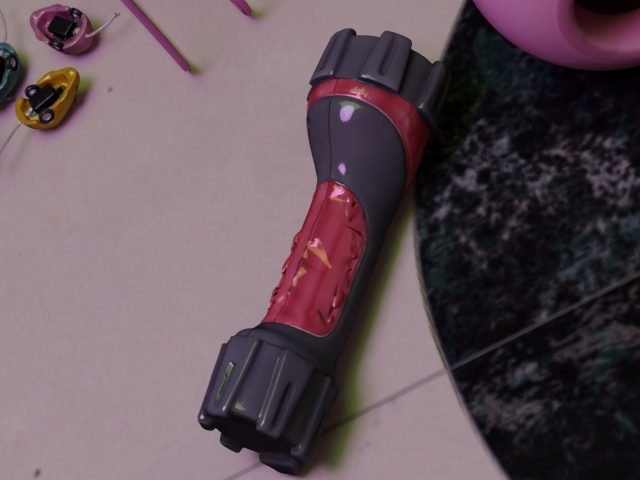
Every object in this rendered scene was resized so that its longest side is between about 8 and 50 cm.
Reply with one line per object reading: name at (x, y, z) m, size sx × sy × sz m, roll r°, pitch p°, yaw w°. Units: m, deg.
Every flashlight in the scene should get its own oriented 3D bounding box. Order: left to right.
flashlight at (0.000, 0.000, 1.190) m, size 0.103 × 0.103 × 0.304 m, roll 23°, pitch 67°, yaw 0°

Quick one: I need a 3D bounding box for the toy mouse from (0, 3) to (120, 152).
toy mouse at (-0.242, -0.153, 1.450) m, size 0.161 × 0.031 × 0.143 m, roll -43°, pitch 53°, yaw 1°

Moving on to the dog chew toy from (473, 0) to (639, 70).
dog chew toy at (0.178, -0.275, 1.208) m, size 0.207 × 0.206 × 0.332 m, roll -25°, pitch 47°, yaw 13°

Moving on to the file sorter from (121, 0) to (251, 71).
file sorter at (-0.082, -0.310, 1.355) m, size 0.291 × 0.202 × 0.182 m, roll -42°, pitch 56°, yaw 0°
